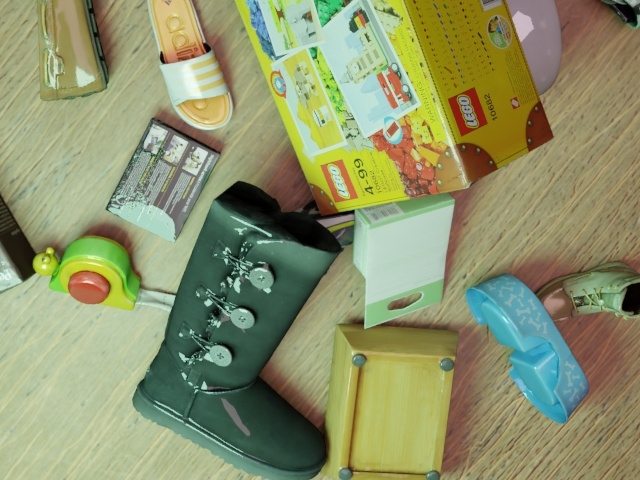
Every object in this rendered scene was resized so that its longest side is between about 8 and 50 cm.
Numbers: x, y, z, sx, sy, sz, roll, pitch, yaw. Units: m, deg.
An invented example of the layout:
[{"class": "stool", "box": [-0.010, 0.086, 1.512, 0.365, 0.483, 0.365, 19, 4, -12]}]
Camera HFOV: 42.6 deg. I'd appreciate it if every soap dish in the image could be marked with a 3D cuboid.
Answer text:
[{"class": "soap dish", "box": [0.128, 0.302, 1.480, 0.229, 0.118, 0.290, 5, 100, -6]}]

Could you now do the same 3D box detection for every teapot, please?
[{"class": "teapot", "box": [0.261, -0.332, 1.327, 0.187, 0.252, 0.256, -14, 98, -4]}]

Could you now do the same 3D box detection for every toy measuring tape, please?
[{"class": "toy measuring tape", "box": [-0.323, 0.062, 1.403, 0.330, 0.121, 0.121, 13, 98, -10]}]

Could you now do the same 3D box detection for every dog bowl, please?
[{"class": "dog bowl", "box": [0.374, 0.187, 1.466, 0.074, 0.166, 0.297, -35, 100, -10]}]

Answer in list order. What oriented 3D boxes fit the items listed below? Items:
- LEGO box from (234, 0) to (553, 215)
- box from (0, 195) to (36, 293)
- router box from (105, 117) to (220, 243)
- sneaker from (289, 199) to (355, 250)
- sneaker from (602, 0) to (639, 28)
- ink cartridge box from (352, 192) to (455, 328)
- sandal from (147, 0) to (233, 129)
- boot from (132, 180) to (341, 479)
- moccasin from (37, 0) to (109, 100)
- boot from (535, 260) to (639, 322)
[{"class": "LEGO box", "box": [0.074, -0.318, 1.227, 0.193, 0.372, 0.500, -28, 100, -31]}, {"class": "box", "box": [-0.649, -0.064, 1.347, 0.191, 0.143, 0.381, -28, 102, 0]}, {"class": "router box", "box": [-0.271, -0.103, 1.418, 0.133, 0.046, 0.179, 28, 96, -9]}, {"class": "sneaker", "box": [0.000, 0.000, 1.441, 0.300, 0.111, 0.121, -19, 120, -3]}, {"class": "sneaker", "box": [0.523, -0.486, 1.380, 0.151, 0.094, 0.256, -34, 103, -4]}, {"class": "ink cartridge box", "box": [0.141, 0.030, 1.431, 0.171, 0.056, 0.235, -17, 133, -21]}, {"class": "sandal", "box": [-0.230, -0.310, 1.373, 0.102, 0.076, 0.265, -21, 100, -1]}, {"class": "boot", "box": [-0.078, 0.165, 1.366, 0.367, 0.146, 0.445, 23, 112, -8]}, {"class": "moccasin", "box": [-0.447, -0.417, 1.318, 0.147, 0.139, 0.380, -11, 109, -12]}, {"class": "boot", "box": [0.488, 0.104, 1.454, 0.213, 0.165, 0.077, -22, 99, -3]}]
